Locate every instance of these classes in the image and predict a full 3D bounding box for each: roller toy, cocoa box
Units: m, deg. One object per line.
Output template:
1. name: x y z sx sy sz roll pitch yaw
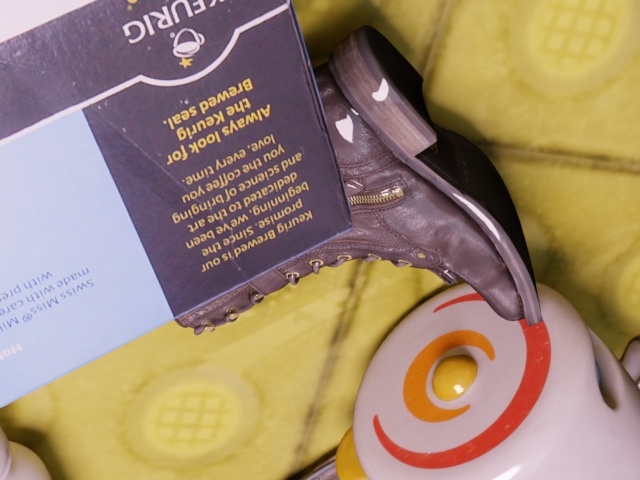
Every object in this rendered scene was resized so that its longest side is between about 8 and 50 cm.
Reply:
1. roller toy: 0.126 0.130 0.819 0.146 0.209 0.191 46 67 -35
2. cocoa box: -0.200 -0.065 0.533 0.347 0.231 0.228 -27 128 -12

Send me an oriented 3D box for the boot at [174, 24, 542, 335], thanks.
1. boot: 0.000 0.000 0.747 0.229 0.091 0.263 -31 116 20

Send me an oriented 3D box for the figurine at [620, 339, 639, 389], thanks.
1. figurine: 0.377 0.086 0.935 0.209 0.092 0.215 7 121 -26

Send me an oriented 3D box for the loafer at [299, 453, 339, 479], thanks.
1. loafer: -0.061 0.257 0.927 0.267 0.084 0.096 -26 157 5

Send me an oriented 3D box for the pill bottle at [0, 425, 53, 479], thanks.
1. pill bottle: -0.237 0.223 0.809 0.121 0.121 0.216 -18 126 -5
